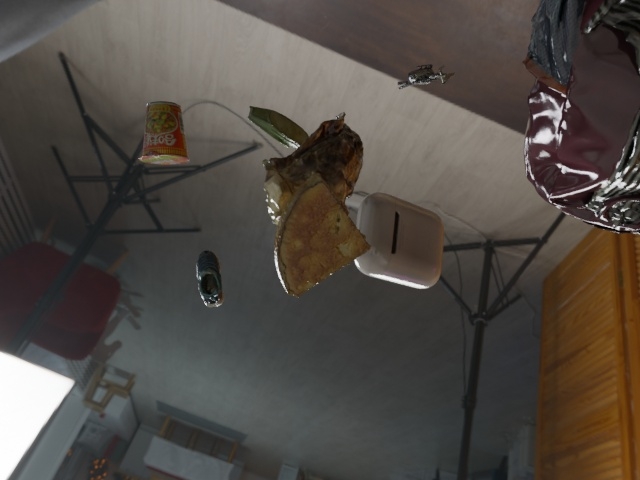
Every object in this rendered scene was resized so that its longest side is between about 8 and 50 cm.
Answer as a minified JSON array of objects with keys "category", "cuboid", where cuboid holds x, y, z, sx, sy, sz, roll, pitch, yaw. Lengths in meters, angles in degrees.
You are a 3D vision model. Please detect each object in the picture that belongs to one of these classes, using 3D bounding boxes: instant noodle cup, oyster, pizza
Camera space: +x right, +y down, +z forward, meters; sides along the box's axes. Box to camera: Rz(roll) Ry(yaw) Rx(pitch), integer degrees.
[{"category":"instant noodle cup","cuboid":[-0.599,-0.411,1.887,0.192,0.213,0.193,-2,179,0]},{"category":"oyster","cuboid":[0.007,-0.101,0.848,0.100,0.271,0.275,11,154,24]},{"category":"pizza","cuboid":[-0.001,0.000,0.690,0.134,0.046,0.175,16,107,-21]}]

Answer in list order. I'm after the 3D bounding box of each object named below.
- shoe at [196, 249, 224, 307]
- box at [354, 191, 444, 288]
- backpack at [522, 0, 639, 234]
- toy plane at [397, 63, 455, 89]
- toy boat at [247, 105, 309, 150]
[{"category":"shoe","cuboid":[-0.274,0.090,1.209,0.063,0.143,0.071,-11,161,-6]},{"category":"box","cuboid":[0.273,0.004,1.681,0.348,0.289,0.141,16,164,-28]},{"category":"backpack","cuboid":[0.349,-0.144,0.514,0.282,0.197,0.318,7,128,9]},{"category":"toy plane","cuboid":[0.202,-0.308,0.929,0.120,0.049,0.031,12,137,47]},{"category":"toy boat","cuboid":[-0.125,-0.376,1.689,0.055,0.093,0.292,-5,160,39]}]
